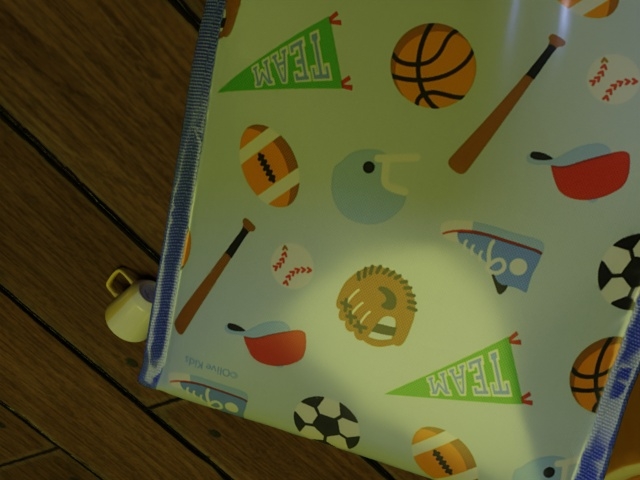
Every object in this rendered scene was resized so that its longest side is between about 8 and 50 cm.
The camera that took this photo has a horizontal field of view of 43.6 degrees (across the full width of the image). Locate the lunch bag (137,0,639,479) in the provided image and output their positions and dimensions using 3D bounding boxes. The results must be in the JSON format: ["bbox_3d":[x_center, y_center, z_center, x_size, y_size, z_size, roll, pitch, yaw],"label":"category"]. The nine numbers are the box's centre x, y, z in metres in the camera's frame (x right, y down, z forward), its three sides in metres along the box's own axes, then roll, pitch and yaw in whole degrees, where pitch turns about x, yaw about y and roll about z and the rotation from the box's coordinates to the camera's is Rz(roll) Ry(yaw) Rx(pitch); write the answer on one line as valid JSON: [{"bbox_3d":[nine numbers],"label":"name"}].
[{"bbox_3d":[0.082,-0.058,0.565,0.328,0.239,0.385,14,108,10],"label":"lunch bag"}]

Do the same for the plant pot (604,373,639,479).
[{"bbox_3d":[0.315,0.155,0.713,0.205,0.188,0.205,12,134,12],"label":"plant pot"}]

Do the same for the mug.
[{"bbox_3d":[-0.221,0.075,0.950,0.078,0.062,0.064,31,128,-18],"label":"mug"}]
